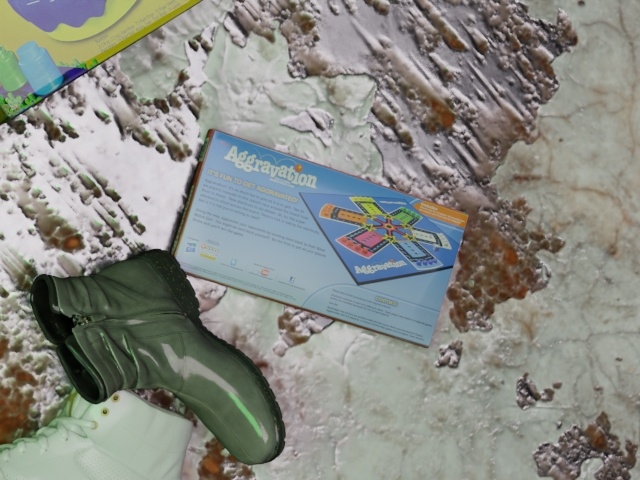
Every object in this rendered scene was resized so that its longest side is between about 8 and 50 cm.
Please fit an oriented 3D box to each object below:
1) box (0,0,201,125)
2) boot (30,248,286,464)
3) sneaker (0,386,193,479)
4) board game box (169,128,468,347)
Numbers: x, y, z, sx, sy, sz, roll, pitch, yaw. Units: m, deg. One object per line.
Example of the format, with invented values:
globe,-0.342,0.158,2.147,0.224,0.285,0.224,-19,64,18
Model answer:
box,-0.240,-0.295,1.395,0.290,0.177,0.279,-35,100,-14
boot,-0.154,0.123,1.420,0.161,0.083,0.246,-20,68,-50
sneaker,-0.260,0.192,1.447,0.292,0.108,0.169,14,86,-27
board game box,0.000,0.000,1.556,0.281,0.027,0.145,18,88,-17
